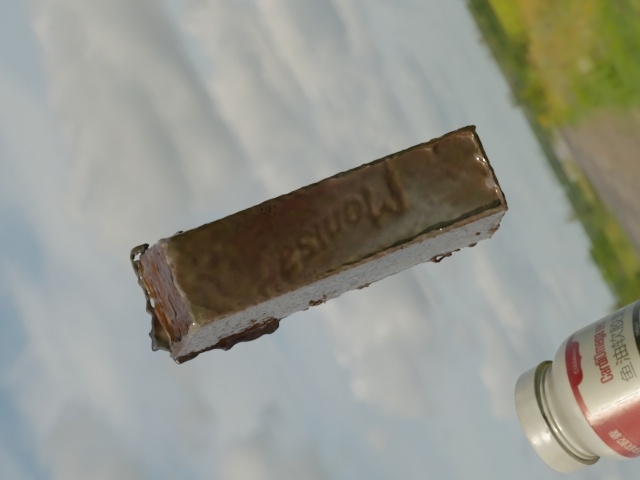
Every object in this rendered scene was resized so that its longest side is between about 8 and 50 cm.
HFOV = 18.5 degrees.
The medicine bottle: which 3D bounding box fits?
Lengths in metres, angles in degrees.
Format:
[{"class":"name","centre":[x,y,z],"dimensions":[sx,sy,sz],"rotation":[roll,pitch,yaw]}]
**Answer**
[{"class":"medicine bottle","centre":[0.307,0.118,1.791],"dimensions":[0.131,0.250,0.131],"rotation":[35,-141,-35]}]

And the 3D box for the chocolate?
[{"class":"chocolate","centre":[0.000,0.000,1.658],"dimensions":[0.112,0.321,0.112],"rotation":[133,117,-76]}]
